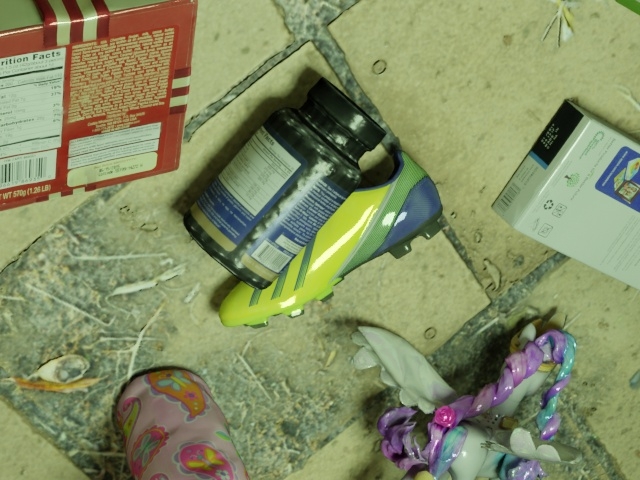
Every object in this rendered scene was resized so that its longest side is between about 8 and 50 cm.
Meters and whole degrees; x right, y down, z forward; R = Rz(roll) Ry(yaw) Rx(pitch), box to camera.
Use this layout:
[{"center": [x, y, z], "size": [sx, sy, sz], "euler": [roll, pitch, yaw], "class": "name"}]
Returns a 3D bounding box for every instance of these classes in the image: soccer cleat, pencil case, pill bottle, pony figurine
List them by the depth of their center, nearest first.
[{"center": [-0.035, -0.063, 1.732], "size": [0.219, 0.123, 0.123], "euler": [-48, 130, 6], "class": "pill bottle"}, {"center": [-0.140, 0.264, 1.777], "size": [0.124, 0.284, 0.124], "euler": [-12, 127, -17], "class": "pencil case"}, {"center": [0.000, 0.000, 1.833], "size": [0.289, 0.093, 0.121], "euler": [-30, 99, -3], "class": "soccer cleat"}, {"center": [0.172, 0.249, 1.986], "size": [0.363, 0.303, 0.351], "euler": [-61, 159, 12], "class": "pony figurine"}]

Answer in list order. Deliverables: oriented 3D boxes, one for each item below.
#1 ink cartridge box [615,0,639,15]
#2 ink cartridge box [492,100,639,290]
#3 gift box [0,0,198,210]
[{"center": [0.480, -0.326, 1.807], "size": [0.255, 0.189, 0.097], "euler": [-26, 127, -14], "class": "ink cartridge box"}, {"center": [0.381, -0.039, 2.017], "size": [0.333, 0.065, 0.165], "euler": [25, 105, -36], "class": "ink cartridge box"}, {"center": [-0.274, -0.186, 1.443], "size": [0.255, 0.258, 0.276], "euler": [-11, 144, -25], "class": "gift box"}]
